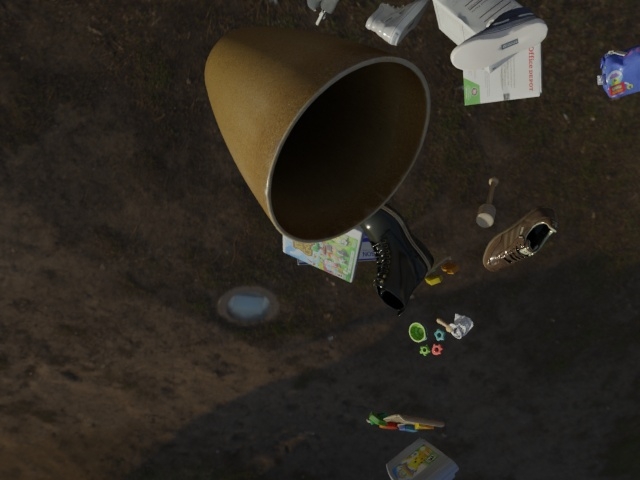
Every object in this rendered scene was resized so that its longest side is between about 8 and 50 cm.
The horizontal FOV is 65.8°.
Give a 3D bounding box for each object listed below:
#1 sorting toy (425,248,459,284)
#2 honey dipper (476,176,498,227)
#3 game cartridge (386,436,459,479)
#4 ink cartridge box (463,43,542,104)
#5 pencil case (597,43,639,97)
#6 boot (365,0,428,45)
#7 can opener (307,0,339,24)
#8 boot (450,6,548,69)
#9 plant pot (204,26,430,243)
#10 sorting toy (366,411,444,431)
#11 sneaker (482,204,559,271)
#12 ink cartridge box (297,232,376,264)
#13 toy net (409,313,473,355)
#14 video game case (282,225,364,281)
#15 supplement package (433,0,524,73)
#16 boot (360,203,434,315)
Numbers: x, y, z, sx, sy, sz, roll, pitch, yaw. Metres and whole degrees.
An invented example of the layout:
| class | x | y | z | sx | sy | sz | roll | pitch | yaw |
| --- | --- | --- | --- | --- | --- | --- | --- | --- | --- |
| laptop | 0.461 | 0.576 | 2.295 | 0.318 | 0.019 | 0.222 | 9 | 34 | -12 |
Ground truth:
| class | x | y | z | sx | sy | sz | roll | pitch | yaw |
| --- | --- | --- | --- | --- | --- | --- | --- | --- | --- |
| sorting toy | 0.363 | 0.117 | 1.788 | 0.229 | 0.307 | 0.041 | -34 | 106 | -9 |
| honey dipper | 0.313 | -0.076 | 0.909 | 0.030 | 0.161 | 0.031 | 14 | 127 | 19 |
| game cartridge | 0.098 | 0.229 | 0.496 | 0.056 | 0.083 | 0.017 | -37 | 93 | -14 |
| ink cartridge box | 0.548 | -0.501 | 1.483 | 0.219 | 0.092 | 0.160 | 2 | 107 | 29 |
| pencil case | 0.885 | -0.473 | 1.272 | 0.306 | 0.119 | 0.133 | -13 | 127 | 36 |
| boot | 0.241 | -0.707 | 1.533 | 0.123 | 0.258 | 0.095 | 33 | 144 | 7 |
| can opener | 0.013 | -0.682 | 1.364 | 0.095 | 0.283 | 0.076 | 32 | 88 | -10 |
| boot | 0.350 | -0.411 | 1.004 | 0.189 | 0.086 | 0.069 | -15 | 138 | 6 |
| plant pot | -0.036 | -0.164 | 0.629 | 0.237 | 0.254 | 0.237 | -29 | 143 | -24 |
| sorting toy | 0.075 | 0.185 | 0.502 | 0.083 | 0.012 | 0.062 | 18 | 152 | -25 |
| sneaker | 0.404 | 0.008 | 1.011 | 0.066 | 0.071 | 0.188 | 29 | 125 | -9 |
| ink cartridge box | 0.053 | -0.068 | 1.672 | 0.303 | 0.307 | 0.072 | -3 | 166 | -11 |
| toy net | 0.412 | 0.321 | 1.678 | 0.045 | 0.122 | 0.232 | 2 | 160 | -44 |
| video game case | 0.000 | 0.000 | 1.146 | 0.193 | 0.023 | 0.212 | 24 | 147 | 12 |
| supplement package | 0.448 | -0.616 | 1.386 | 0.133 | 0.244 | 0.139 | -37 | 152 | 7 |
| boot | 0.110 | 0.023 | 0.882 | 0.198 | 0.137 | 0.077 | 41 | 143 | -6 |
